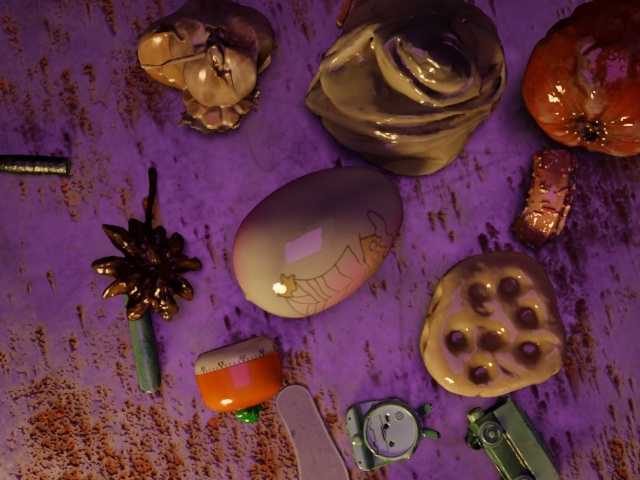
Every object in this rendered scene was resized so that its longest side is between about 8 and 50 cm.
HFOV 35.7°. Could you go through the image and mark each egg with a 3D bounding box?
[{"bbox_3d":[0.000,0.000,1.461,0.271,0.196,0.196,-21,84,-9],"label":"egg"}]

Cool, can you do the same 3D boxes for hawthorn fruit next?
[{"bbox_3d":[0.436,-0.267,1.476,0.242,0.242,0.271,25,70,3],"label":"hawthorn fruit"}]

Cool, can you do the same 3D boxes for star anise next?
[{"bbox_3d":[-0.271,0.012,1.495,0.177,0.073,0.234,-22,79,-41],"label":"star anise"}]

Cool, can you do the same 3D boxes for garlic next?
[{"bbox_3d":[-0.179,-0.246,1.488,0.207,0.256,0.207,10,126,14],"label":"garlic"}]

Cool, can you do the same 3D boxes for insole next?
[{"bbox_3d":[-0.007,0.330,1.520,0.080,0.003,0.232,-19,84,-2],"label":"insole"}]

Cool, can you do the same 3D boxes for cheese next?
[{"bbox_3d":[0.259,0.131,1.484,0.218,0.117,0.235,40,84,3],"label":"cheese"}]

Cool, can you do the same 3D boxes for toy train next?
[{"bbox_3d":[0.290,0.317,1.492,0.099,0.070,0.172,-31,85,-13],"label":"toy train"}]

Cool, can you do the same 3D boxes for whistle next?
[{"bbox_3d":[-0.275,0.141,1.523,0.039,0.039,0.186,-11,84,-1],"label":"whistle"}]

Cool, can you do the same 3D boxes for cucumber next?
[{"bbox_3d":[-0.459,-0.119,1.553,0.133,0.032,0.032,4,84,2],"label":"cucumber"}]

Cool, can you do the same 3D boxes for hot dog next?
[{"bbox_3d":[0.052,-0.375,1.585,0.037,0.021,0.083,24,85,13],"label":"hot dog"}]

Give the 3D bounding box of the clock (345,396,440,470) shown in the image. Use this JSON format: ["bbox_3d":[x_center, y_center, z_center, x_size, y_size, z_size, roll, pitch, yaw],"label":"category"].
[{"bbox_3d":[0.109,0.286,1.505,0.135,0.041,0.101,-15,84,-1],"label":"clock"}]

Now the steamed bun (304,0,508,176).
[{"bbox_3d":[0.135,-0.243,1.476,0.268,0.207,0.280,33,86,0],"label":"steamed bun"}]

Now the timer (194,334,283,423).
[{"bbox_3d":[-0.118,0.212,1.489,0.136,0.099,0.136,1,96,7],"label":"timer"}]

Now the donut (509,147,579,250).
[{"bbox_3d":[0.343,-0.069,1.507,0.065,0.117,0.166,15,84,-3],"label":"donut"}]
